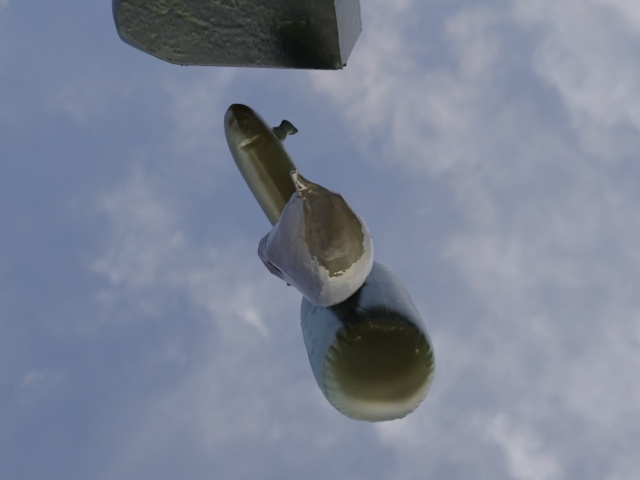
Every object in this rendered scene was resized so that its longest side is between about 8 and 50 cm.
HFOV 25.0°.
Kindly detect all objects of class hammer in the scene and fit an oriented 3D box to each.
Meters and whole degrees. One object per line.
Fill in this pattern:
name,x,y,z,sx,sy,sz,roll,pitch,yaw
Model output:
hammer,-0.005,0.007,1.285,0.113,0.202,0.305,-29,-70,0

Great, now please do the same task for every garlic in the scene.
garlic,-0.001,0.008,1.028,0.084,0.152,0.066,18,-109,-6

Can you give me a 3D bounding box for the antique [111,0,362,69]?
antique,-0.079,-0.209,1.309,0.220,0.080,0.081,2,-145,14
